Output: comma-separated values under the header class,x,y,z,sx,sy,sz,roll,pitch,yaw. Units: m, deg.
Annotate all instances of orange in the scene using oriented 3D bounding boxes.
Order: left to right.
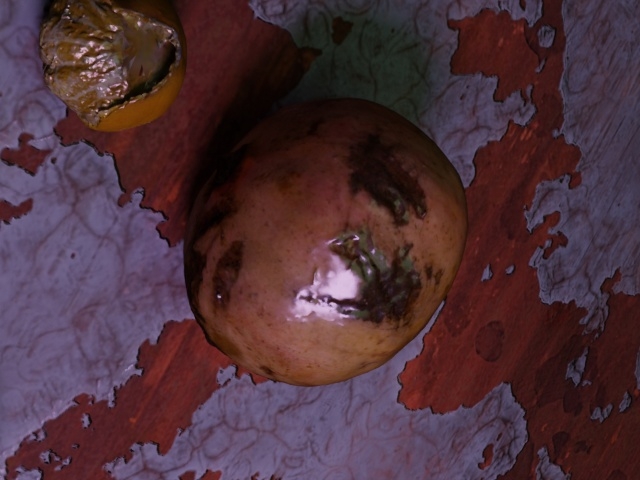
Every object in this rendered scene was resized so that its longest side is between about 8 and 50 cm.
class,x,y,z,sx,sy,sz,roll,pitch,yaw
orange,-0.200,-0.185,1.033,0.157,0.134,0.156,-5,98,-45

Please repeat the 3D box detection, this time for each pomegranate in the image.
class,x,y,z,sx,sy,sz,roll,pitch,yaw
pomegranate,0.000,0.000,1.138,0.322,0.322,0.322,-13,114,-32
